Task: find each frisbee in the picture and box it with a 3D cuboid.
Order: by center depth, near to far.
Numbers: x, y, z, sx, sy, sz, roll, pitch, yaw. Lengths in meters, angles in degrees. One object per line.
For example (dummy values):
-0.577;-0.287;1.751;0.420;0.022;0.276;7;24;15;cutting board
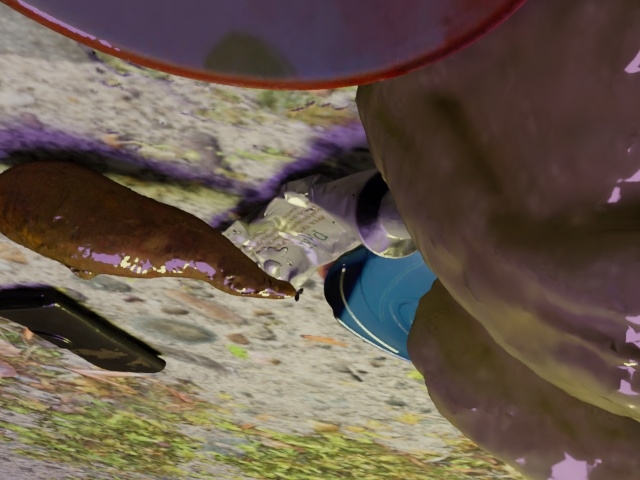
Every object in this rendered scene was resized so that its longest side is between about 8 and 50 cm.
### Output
0.118;0.064;0.869;0.242;0.045;0.242;10;155;5;frisbee

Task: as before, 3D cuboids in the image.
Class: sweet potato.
-0.123;-0.004;0.778;0.226;0.068;0.068;18;157;9;sweet potato

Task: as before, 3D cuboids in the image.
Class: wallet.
-0.206;0.080;1.082;0.082;0.018;0.157;-3;153;30;wallet

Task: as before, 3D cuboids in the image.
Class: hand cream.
0.001;-0.004;0.766;0.084;0.050;0.257;22;163;-20;hand cream

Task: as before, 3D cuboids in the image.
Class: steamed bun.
0.190;-0.012;0.448;0.372;0.230;0.325;16;153;-6;steamed bun

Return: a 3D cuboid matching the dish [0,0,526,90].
-0.039;-0.161;0.372;0.260;0.085;0.260;14;148;9;dish
